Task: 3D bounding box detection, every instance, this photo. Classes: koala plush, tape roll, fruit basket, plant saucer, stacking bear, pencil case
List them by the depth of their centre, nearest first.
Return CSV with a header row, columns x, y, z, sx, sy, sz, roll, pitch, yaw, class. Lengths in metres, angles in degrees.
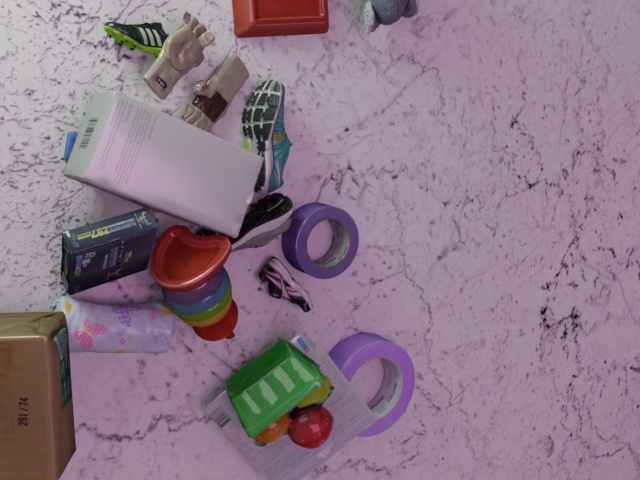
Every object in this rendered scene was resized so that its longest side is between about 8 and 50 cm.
x,y,z,sx,sy,sz,roll,pitch,yaw,class
-0.464,0.191,1.737,0.273,0.113,0.124,4,90,-32,pencil case
-0.270,0.126,1.786,0.164,0.175,0.289,-62,153,-32,stacking bear
-0.087,-0.616,1.826,0.258,0.048,0.259,-12,106,-29,plant saucer
0.156,-0.628,1.900,0.196,0.203,0.221,-26,125,-24,koala plush
-0.070,0.439,1.990,0.327,0.165,0.353,-38,120,-3,fruit basket
0.000,0.000,1.996,0.189,0.080,0.189,-8,106,-30,tape roll
0.128,0.400,2.157,0.275,0.090,0.275,-8,105,-31,tape roll

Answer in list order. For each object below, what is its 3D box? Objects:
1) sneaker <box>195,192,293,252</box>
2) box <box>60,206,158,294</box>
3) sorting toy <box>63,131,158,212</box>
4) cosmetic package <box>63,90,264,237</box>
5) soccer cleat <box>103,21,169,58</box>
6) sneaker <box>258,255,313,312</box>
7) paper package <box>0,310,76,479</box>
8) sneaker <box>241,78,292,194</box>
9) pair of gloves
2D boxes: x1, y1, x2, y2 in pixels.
x,y,z,sx,sy,sz,roll,pitch,yaw,class
-0.183,-0.012,1.874,0.271,0.100,0.108,-24,142,-17,sneaker
-0.452,0.026,1.647,0.183,0.232,0.059,-20,74,-27,box
-0.392,-0.178,1.737,0.348,0.047,0.196,25,87,-33,sorting toy
-0.329,-0.157,1.662,0.365,0.155,0.197,24,84,-34,cosmetic package
-0.384,-0.446,1.681,0.179,0.060,0.072,15,83,-39,soccer cleat
-0.094,0.123,1.983,0.077,0.072,0.178,-41,111,-4,sneaker
-0.665,0.320,1.557,0.309,0.168,0.325,-2,102,-7,paper package
-0.124,-0.250,1.872,0.110,0.107,0.275,-9,111,-49,sneaker
-0.278,-0.369,1.745,0.240,0.042,0.204,42,73,-47,pair of gloves
